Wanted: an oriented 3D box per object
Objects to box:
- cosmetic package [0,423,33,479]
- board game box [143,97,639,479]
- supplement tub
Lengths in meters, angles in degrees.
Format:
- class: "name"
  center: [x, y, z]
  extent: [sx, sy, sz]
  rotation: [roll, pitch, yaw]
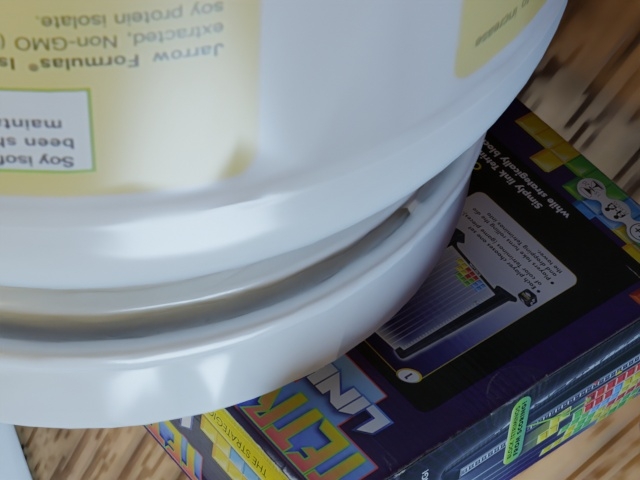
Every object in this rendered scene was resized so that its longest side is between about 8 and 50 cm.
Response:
- class: "cosmetic package"
  center: [-0.267, 0.166, 0.931]
  extent: [0.161, 0.230, 0.453]
  rotation: [20, 138, 32]
- class: "board game box"
  center: [0.000, 0.000, 0.530]
  extent: [0.170, 0.141, 0.048]
  rotation: [45, 149, 28]
- class: "supplement tub"
  center: [-0.054, -0.142, 0.390]
  extent: [0.241, 0.241, 0.331]
  rotation: [29, 141, 23]
